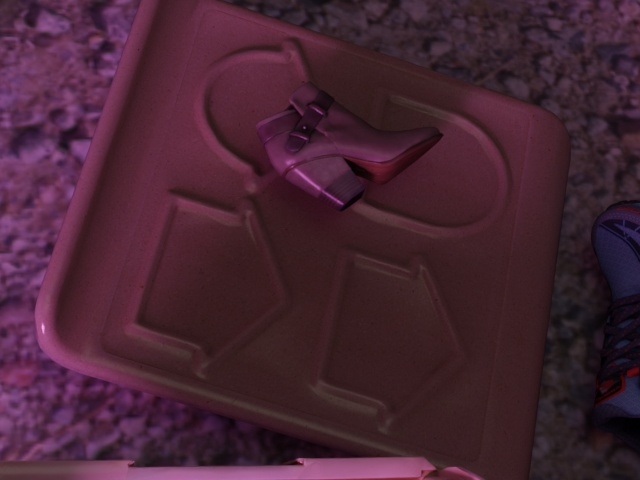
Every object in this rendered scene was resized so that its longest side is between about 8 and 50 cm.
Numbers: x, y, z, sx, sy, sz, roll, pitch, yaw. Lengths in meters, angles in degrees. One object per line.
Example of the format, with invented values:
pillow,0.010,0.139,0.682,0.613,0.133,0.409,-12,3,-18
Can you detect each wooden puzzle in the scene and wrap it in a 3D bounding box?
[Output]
wooden puzzle,0.000,0.000,1.079,0.348,0.080,0.322,20,57,-11

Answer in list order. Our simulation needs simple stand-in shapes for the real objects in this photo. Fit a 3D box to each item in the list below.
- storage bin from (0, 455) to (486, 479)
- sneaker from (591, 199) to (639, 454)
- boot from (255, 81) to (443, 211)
storage bin,-0.047,0.241,0.785,0.262,0.123,0.260,2,76,-18
sneaker,0.243,0.088,1.084,0.125,0.104,0.262,-13,65,-22
boot,0.017,-0.074,1.055,0.118,0.042,0.087,-33,76,-34
